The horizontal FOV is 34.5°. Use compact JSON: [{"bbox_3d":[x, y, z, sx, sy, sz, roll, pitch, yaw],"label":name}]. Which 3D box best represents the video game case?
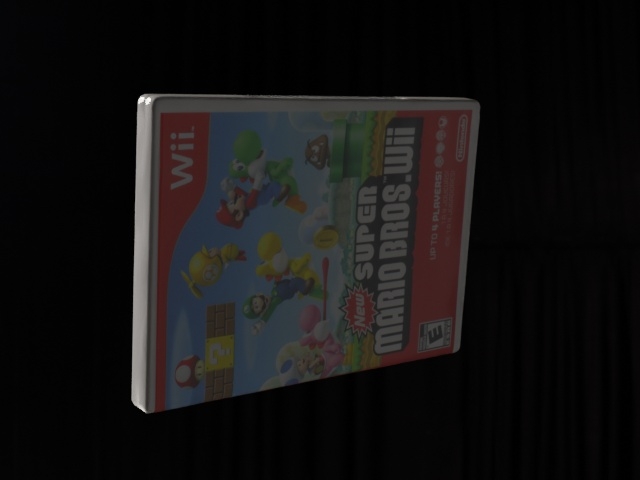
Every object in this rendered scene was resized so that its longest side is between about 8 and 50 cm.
[{"bbox_3d":[0.000,0.000,0.733,0.285,0.204,0.025,-6,14,-37],"label":"video game case"}]
